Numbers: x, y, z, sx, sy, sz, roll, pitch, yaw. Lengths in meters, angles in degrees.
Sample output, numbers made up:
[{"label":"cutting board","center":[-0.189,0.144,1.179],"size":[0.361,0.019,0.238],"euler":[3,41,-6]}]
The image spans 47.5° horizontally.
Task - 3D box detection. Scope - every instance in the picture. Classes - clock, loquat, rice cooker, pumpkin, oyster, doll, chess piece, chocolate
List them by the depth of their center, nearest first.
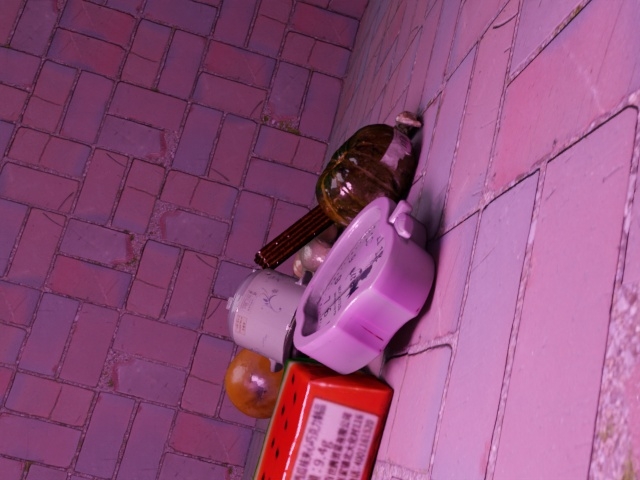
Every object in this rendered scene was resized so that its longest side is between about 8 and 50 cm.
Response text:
[{"label":"clock","center":[0.085,0.074,1.322],"size":[0.338,0.102,0.338],"euler":[-51,15,19]},{"label":"chocolate","center":[-0.013,0.405,1.392],"size":[0.341,0.162,0.359],"euler":[171,115,-80]},{"label":"pumpkin","center":[0.110,-0.133,1.651],"size":[0.260,0.189,0.260],"euler":[-49,11,12]},{"label":"oyster","center":[0.196,-0.281,1.747],"size":[0.200,0.061,0.106],"euler":[121,164,-69]},{"label":"rice cooker","center":[-0.098,0.225,2.075],"size":[0.264,0.317,0.316],"euler":[21,-96,-68]},{"label":"doll","center":[-0.003,0.120,2.372],"size":[0.149,0.175,0.277],"euler":[-20,-54,-49]},{"label":"loquat","center":[-0.188,0.464,2.431],"size":[0.263,0.263,0.262],"euler":[-164,90,-84]},{"label":"chess piece","center":[0.000,0.000,2.476],"size":[0.307,0.139,0.124],"euler":[112,149,-50]}]

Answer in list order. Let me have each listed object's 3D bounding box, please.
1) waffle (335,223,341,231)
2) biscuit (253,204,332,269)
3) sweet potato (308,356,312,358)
[{"label":"waffle","center":[0.067,-0.115,2.577],"size":[0.237,0.059,0.243],"euler":[118,165,-49]},{"label":"biscuit","center":[-0.037,-0.039,2.228],"size":[0.388,0.073,0.107],"euler":[-38,-4,-16]},{"label":"sweet potato","center":[-0.038,0.432,1.898],"size":[0.106,0.095,0.354],"euler":[-6,-66,-67]}]
